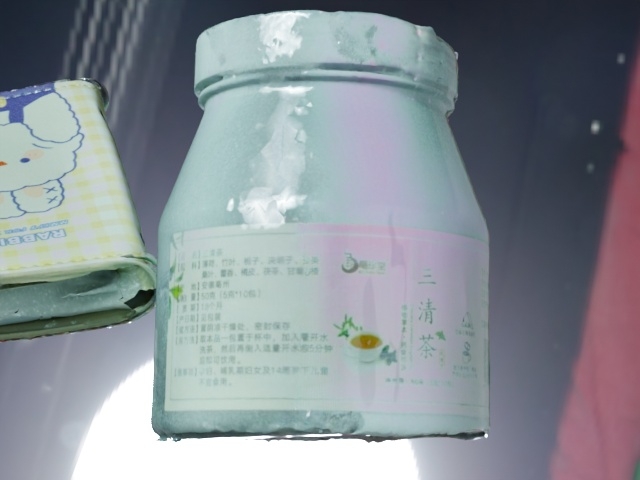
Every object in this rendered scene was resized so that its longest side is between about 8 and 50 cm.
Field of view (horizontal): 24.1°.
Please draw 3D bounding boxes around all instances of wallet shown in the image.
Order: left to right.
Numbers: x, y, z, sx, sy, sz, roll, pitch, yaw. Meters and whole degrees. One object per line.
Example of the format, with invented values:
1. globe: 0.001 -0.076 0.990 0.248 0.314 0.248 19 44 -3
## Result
1. wallet: -0.262 -0.034 1.246 0.223 0.309 0.077 -10 -55 -13

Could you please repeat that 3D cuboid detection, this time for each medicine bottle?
1. medicine bottle: 0.000 0.000 1.080 0.245 0.245 0.290 10 -104 -48
